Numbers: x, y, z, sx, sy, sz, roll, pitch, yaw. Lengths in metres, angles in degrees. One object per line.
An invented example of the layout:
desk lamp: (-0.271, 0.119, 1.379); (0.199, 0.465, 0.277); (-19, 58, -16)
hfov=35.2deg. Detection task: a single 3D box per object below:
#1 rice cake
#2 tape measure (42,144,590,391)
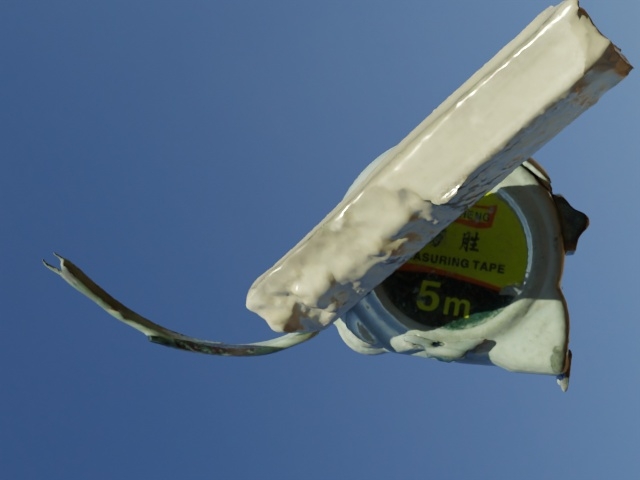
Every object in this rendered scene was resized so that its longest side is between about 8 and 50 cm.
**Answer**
rice cake: (0.054, -0.030, 0.537); (0.057, 0.256, 0.052); (-4, -122, -52)
tape measure: (0.000, 0.001, 0.644); (0.084, 0.330, 0.164); (25, -106, -84)
